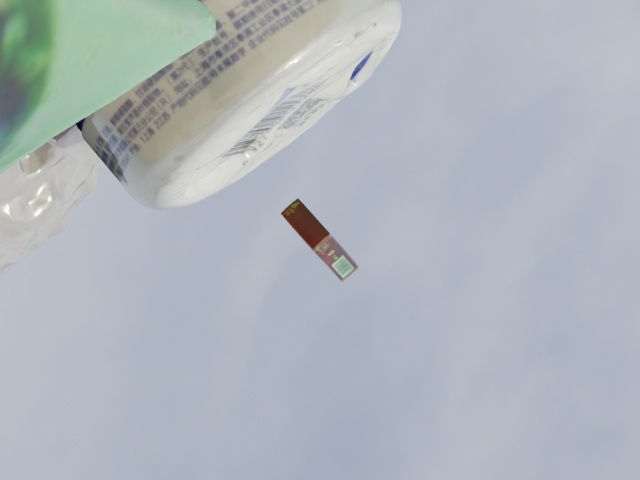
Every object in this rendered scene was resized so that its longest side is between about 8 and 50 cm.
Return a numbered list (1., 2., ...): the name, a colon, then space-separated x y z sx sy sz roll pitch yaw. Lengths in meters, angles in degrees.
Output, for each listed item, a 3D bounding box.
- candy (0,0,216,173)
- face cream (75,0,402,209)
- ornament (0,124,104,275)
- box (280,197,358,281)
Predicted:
1. candy: -0.219 -0.167 0.679 0.263 0.398 0.172 -37 -158 -25
2. face cream: -0.052 -0.112 1.146 0.206 0.206 0.111 -40 -95 11
3. ornament: -0.298 -0.113 1.293 0.337 0.337 0.337 -21 -129 28
4. box: 0.000 0.000 1.686 0.023 0.082 0.051 -43 -119 0
